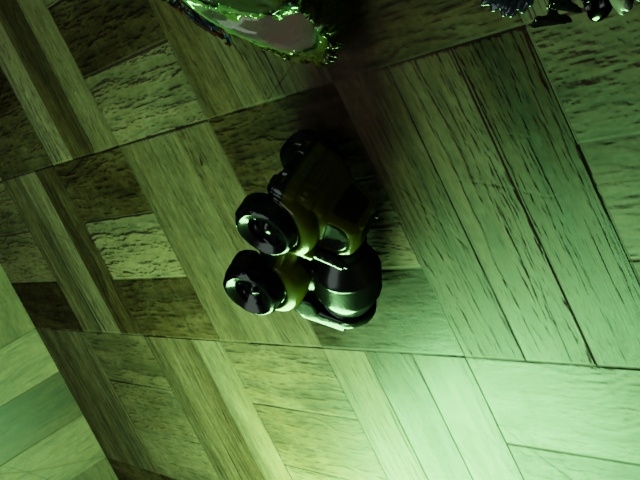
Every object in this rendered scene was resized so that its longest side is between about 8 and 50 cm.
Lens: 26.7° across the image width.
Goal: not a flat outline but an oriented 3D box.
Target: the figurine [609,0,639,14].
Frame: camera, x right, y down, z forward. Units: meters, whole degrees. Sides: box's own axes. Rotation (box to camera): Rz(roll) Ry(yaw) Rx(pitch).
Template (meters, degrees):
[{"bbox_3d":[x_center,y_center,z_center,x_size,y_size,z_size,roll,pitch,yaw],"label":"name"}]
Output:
[{"bbox_3d":[0.245,-0.181,0.791,0.265,0.175,0.197,44,147,12],"label":"figurine"}]

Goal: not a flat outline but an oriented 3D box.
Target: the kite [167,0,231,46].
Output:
[{"bbox_3d":[-0.143,-0.306,1.526,0.189,0.009,0.232,61,153,-2],"label":"kite"}]

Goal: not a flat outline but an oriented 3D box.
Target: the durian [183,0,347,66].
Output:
[{"bbox_3d":[-0.048,-0.244,1.333,0.220,0.095,0.137,30,178,42],"label":"durian"}]

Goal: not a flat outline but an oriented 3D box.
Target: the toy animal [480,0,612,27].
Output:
[{"bbox_3d":[0.175,-0.212,1.019,0.220,0.062,0.108,122,132,-63],"label":"toy animal"}]

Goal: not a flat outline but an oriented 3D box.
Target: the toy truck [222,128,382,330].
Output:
[{"bbox_3d":[0.000,0.000,1.483,0.165,0.147,0.224,26,144,9],"label":"toy truck"}]
